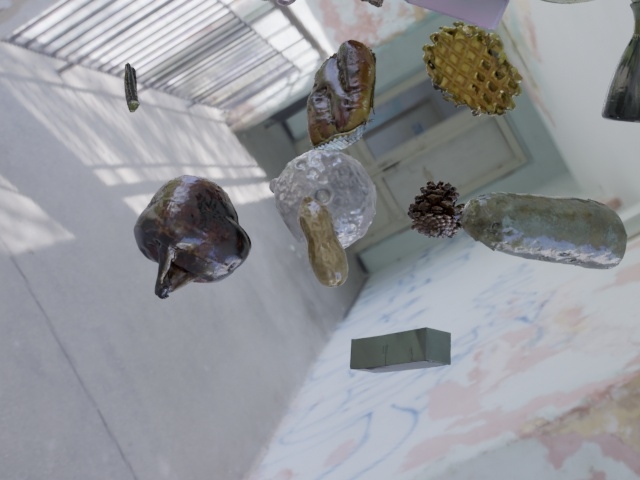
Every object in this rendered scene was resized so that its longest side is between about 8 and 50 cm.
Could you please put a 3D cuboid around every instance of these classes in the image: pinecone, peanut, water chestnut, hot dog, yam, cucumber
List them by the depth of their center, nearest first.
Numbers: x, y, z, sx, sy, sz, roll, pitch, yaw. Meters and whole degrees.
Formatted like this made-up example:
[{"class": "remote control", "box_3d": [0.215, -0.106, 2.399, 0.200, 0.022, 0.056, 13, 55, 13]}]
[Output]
[{"class": "yam", "box_3d": [0.397, -0.024, 1.312, 0.331, 0.133, 0.133, 6, 41, -24]}, {"class": "hot dog", "box_3d": [0.040, -0.302, 1.523, 0.082, 0.163, 0.270, 36, 48, -41]}, {"class": "peanut", "box_3d": [0.001, 0.000, 1.686, 0.104, 0.086, 0.227, 117, -44, -76]}, {"class": "water chestnut", "box_3d": [-0.309, -0.011, 1.707, 0.289, 0.244, 0.289, 49, -28, 37]}, {"class": "cucumber", "box_3d": [-0.469, -0.377, 1.804, 0.033, 0.034, 0.134, 30, 40, -56]}, {"class": "pinecone", "box_3d": [0.315, -0.085, 1.974, 0.173, 0.174, 0.173, 58, 11, -18]}]

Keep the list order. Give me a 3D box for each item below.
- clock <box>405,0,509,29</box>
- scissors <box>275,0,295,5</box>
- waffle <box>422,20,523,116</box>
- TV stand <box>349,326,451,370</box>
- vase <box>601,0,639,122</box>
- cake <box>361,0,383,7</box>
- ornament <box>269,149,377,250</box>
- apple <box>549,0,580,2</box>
[{"class": "clock", "box_3d": [0.243, -0.474, 1.392, 0.197, 0.063, 0.150, 13, 29, -13]}, {"class": "scissors", "box_3d": [-0.080, -0.691, 1.822, 0.118, 0.242, 0.030, 5, 55, -25]}, {"class": "waffle", "box_3d": [0.381, -0.427, 1.858, 0.281, 0.060, 0.262, 4, -54, 52]}, {"class": "TV stand", "box_3d": [0.189, 0.269, 1.763, 0.088, 0.270, 0.082, 17, 67, -33]}, {"class": "vase", "box_3d": [0.859, -0.475, 1.937, 0.173, 0.174, 0.321, -66, 160, -77]}, {"class": "cake", "box_3d": [0.098, -0.609, 1.611, 0.135, 0.134, 0.147, 24, 1, 8]}, {"class": "ornament", "box_3d": [0.022, -0.133, 2.332, 0.337, 0.337, 0.337, 58, 11, -18]}, {"class": "apple", "box_3d": [0.759, -0.933, 2.188, 0.473, 0.474, 0.473, 58, 11, -18]}]
